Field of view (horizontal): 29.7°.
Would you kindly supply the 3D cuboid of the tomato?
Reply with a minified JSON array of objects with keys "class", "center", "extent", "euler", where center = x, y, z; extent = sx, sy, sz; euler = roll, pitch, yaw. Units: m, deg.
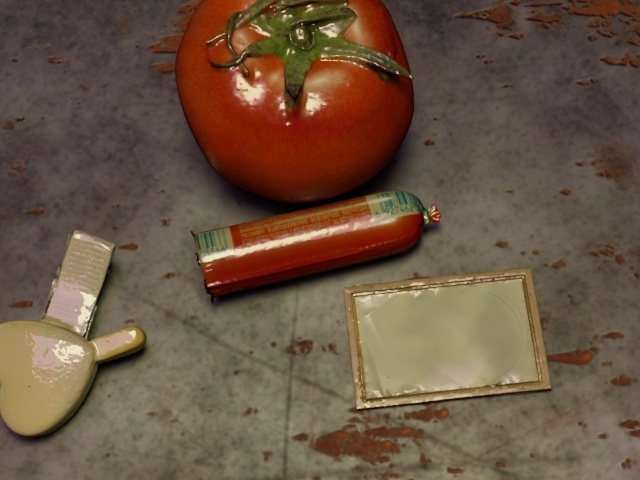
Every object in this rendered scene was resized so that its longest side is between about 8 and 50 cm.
[{"class":"tomato","center":[-0.027,-0.163,1.272],"extent":[0.255,0.224,0.256],"euler":[1,64,-1]}]

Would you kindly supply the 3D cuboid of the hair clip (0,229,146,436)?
[{"class":"hair clip","center":[-0.261,0.101,1.255],"extent":[0.159,0.071,0.219],"euler":[15,71,7]}]

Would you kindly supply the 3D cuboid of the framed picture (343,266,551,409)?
[{"class":"framed picture","center":[0.130,0.101,1.261],"extent":[0.200,0.010,0.136],"euler":[-6,66,1]}]

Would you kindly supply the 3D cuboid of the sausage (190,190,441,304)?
[{"class":"sausage","center":[0.000,0.000,1.278],"extent":[0.264,0.083,0.083],"euler":[-13,65,-5]}]
